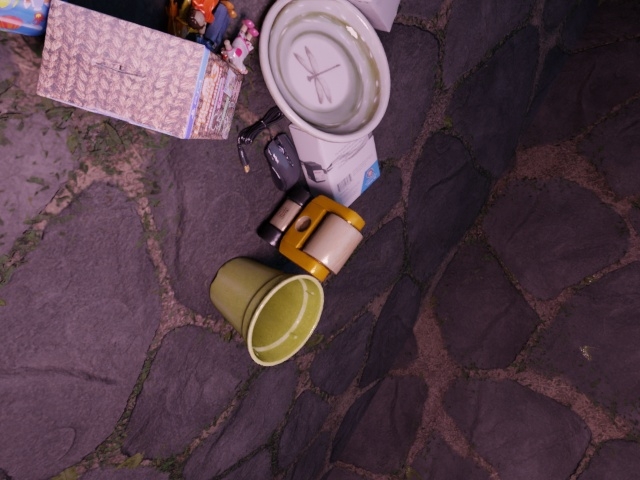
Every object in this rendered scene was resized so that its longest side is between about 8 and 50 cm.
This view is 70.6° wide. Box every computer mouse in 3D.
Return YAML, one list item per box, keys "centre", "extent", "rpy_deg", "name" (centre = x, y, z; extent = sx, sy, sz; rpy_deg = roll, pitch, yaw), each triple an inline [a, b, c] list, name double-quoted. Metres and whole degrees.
- centre: [-0.132, -0.224, 1.280]
  extent: [0.184, 0.060, 0.261]
  rpy_deg: [-41, 138, -29]
  name: "computer mouse"

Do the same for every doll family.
- centre: [-0.246, -0.457, 0.978]
  extent: [0.163, 0.119, 0.263]
  rpy_deg: [-65, 162, -8]
  name: "doll family"

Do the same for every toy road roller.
- centre: [0.000, 0.000, 1.349]
  extent: [0.202, 0.330, 0.240]
  rpy_deg: [-54, 136, -6]
  name: "toy road roller"

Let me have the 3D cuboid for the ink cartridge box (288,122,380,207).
- centre: [0.054, -0.276, 1.415]
  extent: [0.223, 0.129, 0.307]
  rpy_deg: [-44, 140, -23]
  name: "ink cartridge box"

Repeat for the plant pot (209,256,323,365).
- centre: [-0.176, 0.177, 1.312]
  extent: [0.276, 0.254, 0.275]
  rpy_deg: [-28, 130, -38]
  name: "plant pot"

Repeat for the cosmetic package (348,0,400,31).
- centre: [0.152, -0.688, 1.267]
  extent: [0.231, 0.086, 0.117]
  rpy_deg: [-10, 120, -70]
  name: "cosmetic package"

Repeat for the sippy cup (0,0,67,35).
- centre: [-0.488, -0.401, 0.620]
  extent: [0.224, 0.306, 0.239]
  rpy_deg: [-4, 81, -61]
  name: "sippy cup"

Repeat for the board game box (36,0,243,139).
- centre: [-0.291, -0.280, 0.802]
  extent: [0.291, 0.232, 0.141]
  rpy_deg: [-85, -168, -78]
  name: "board game box"

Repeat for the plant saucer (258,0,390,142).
- centre: [0.006, -0.448, 1.200]
  extent: [0.401, 0.101, 0.400]
  rpy_deg: [2, 86, -32]
  name: "plant saucer"
